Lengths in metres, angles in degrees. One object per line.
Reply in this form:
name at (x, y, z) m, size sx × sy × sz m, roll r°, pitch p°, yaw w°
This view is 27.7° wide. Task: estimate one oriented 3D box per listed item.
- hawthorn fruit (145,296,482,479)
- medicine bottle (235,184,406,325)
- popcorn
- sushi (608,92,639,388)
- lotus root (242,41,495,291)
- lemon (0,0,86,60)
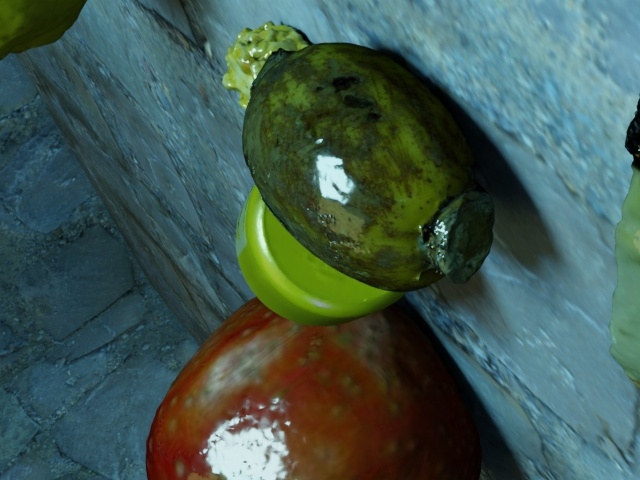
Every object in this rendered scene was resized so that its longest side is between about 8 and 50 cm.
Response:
hawthorn fruit at (-0.027, 0.200, 1.091) m, size 0.287 × 0.330 × 0.287 m, roll 40°, pitch 157°, yaw 21°
medicine bottle at (0.000, 0.000, 0.909) m, size 0.122 × 0.122 × 0.212 m, roll 55°, pitch 169°, yaw 1°
popcorn at (-0.029, -0.109, 0.886) m, size 0.083 × 0.057 × 0.082 m, roll 60°, pitch 162°, yaw -8°
sushi at (0.130, -0.027, 0.322) m, size 0.134 × 0.109 × 0.273 m, roll 50°, pitch 167°, yaw 22°
lotus root at (0.017, -0.047, 0.736) m, size 0.209 × 0.120 × 0.120 m, roll 45°, pitch 165°, yaw 41°
lemon at (-0.283, -0.279, 0.924) m, size 0.285 × 0.285 × 0.316 m, roll 46°, pitch 146°, yaw 39°
